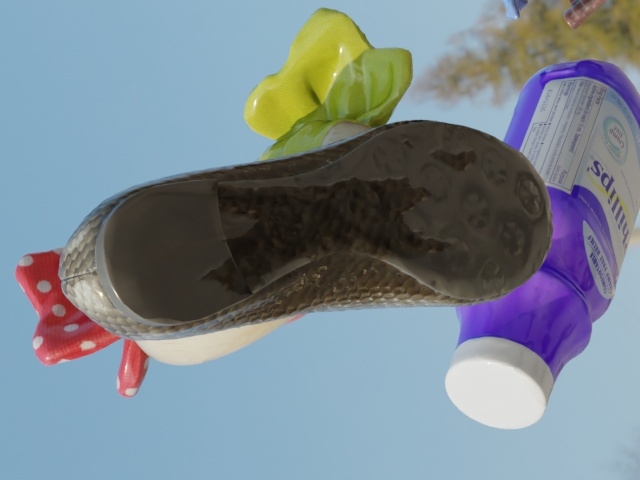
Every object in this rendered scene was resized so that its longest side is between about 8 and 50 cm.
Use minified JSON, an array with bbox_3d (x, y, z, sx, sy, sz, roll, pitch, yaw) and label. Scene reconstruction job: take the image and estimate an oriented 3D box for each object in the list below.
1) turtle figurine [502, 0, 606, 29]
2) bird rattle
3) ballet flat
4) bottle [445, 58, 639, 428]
[{"bbox_3d":[0.189,-0.292,1.116,0.198,0.266,0.275,-2,-89,-48],"label":"turtle figurine"},{"bbox_3d":[-0.045,-0.007,0.851,0.143,0.253,0.207,61,177,-16],"label":"bird rattle"},{"bbox_3d":[0.000,0.000,0.681,0.250,0.058,0.084,-11,-96,-39],"label":"ballet flat"},{"bbox_3d":[0.155,0.000,1.104,0.118,0.092,0.283,62,-142,-34],"label":"bottle"}]
